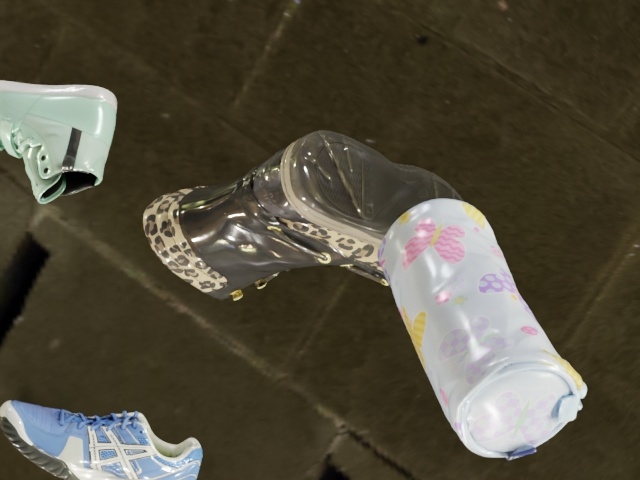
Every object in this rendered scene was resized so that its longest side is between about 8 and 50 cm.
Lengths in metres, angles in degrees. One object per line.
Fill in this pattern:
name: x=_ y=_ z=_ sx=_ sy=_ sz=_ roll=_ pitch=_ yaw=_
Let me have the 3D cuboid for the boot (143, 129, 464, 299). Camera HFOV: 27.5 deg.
boot: x=0.000 y=0.000 z=1.582 sx=0.284 sy=0.377 sz=0.138 roll=-15 pitch=65 yaw=37

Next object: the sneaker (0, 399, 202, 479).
sneaker: x=-0.212 y=0.196 z=1.276 sx=0.211 sy=0.080 sz=0.081 roll=27 pitch=97 yaw=-23

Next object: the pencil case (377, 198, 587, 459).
pencil case: x=0.145 y=0.073 z=1.224 sx=0.124 sy=0.113 sz=0.273 roll=-17 pitch=38 yaw=-5

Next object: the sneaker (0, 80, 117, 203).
sneaker: x=-0.400 y=-0.125 z=1.713 sx=0.256 sy=0.094 sz=0.151 roll=-2 pitch=63 yaw=6
